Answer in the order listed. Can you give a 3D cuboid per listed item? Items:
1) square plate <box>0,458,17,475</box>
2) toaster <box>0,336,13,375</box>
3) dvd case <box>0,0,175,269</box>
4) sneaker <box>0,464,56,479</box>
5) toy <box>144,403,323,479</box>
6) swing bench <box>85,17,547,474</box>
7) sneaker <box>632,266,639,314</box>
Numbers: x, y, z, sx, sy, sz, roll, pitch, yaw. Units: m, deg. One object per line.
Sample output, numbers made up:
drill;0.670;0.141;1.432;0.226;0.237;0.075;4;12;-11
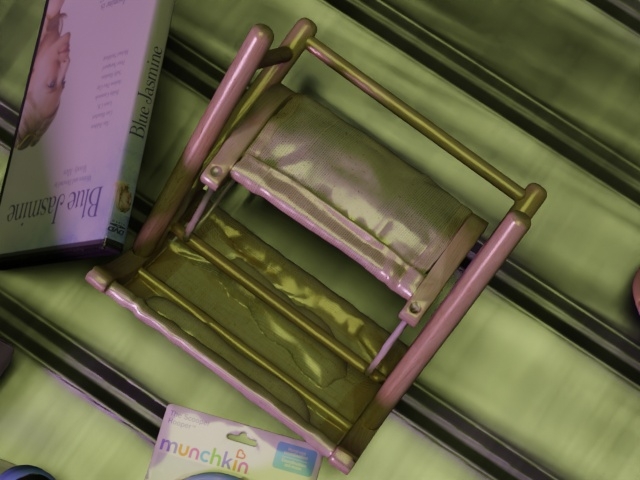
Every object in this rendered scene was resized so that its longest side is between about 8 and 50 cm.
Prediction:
square plate;-0.451;0.292;1.103;0.347;0.049;0.344;18;79;2
toaster;-0.348;0.064;1.080;0.168;0.186;0.110;37;82;13
dvd case;-0.194;-0.103;1.133;0.022;0.180;0.253;23;70;-40
sneaker;-0.221;0.290;1.076;0.081;0.090;0.232;3;81;-25
toy;-0.092;0.259;1.113;0.136;0.056;0.237;16;78;1
swing bench;0.000;0.000;1.107;0.253;0.165;0.255;37;106;5
sneaker;0.364;0.133;1.138;0.099;0.153;0.282;-37;51;-5
